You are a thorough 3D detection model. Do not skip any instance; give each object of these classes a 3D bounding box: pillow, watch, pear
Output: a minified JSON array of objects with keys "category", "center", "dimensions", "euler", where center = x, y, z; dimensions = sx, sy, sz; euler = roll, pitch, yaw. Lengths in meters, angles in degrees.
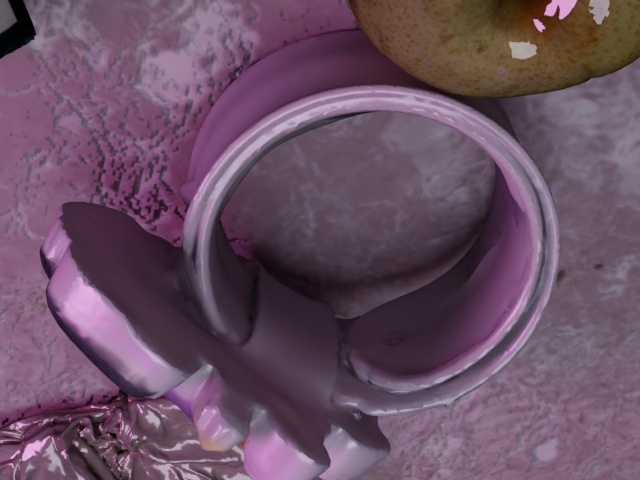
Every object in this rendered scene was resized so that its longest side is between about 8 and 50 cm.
[{"category":"pillow","center":[-0.112,0.159,0.927],"dimensions":[0.248,0.049,0.135],"euler":[-15,122,4]},{"category":"watch","center":[0.000,0.000,0.735],"dimensions":[0.244,0.196,0.231],"euler":[36,111,-21]},{"category":"pear","center":[0.089,-0.148,0.655],"dimensions":[0.167,0.136,0.167],"euler":[-4,125,-5]}]

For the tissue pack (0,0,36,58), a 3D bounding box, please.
[{"category":"tissue pack","center":[-0.222,-0.156,0.651],"dimensions":[0.103,0.090,0.170],"euler":[-33,131,-22]}]
